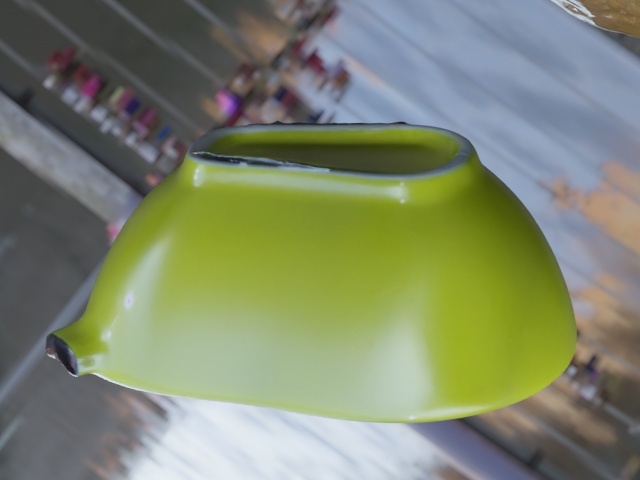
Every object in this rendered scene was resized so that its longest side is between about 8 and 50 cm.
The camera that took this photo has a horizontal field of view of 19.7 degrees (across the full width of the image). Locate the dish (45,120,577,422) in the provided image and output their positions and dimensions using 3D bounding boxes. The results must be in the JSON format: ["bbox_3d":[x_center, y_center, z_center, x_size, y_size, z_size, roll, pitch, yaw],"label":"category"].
[{"bbox_3d":[0.000,0.000,0.934,0.262,0.108,0.221,4,-163,10],"label":"dish"}]

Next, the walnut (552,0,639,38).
[{"bbox_3d":[0.261,-0.273,1.104,0.398,0.354,0.308,11,-142,-35],"label":"walnut"}]
